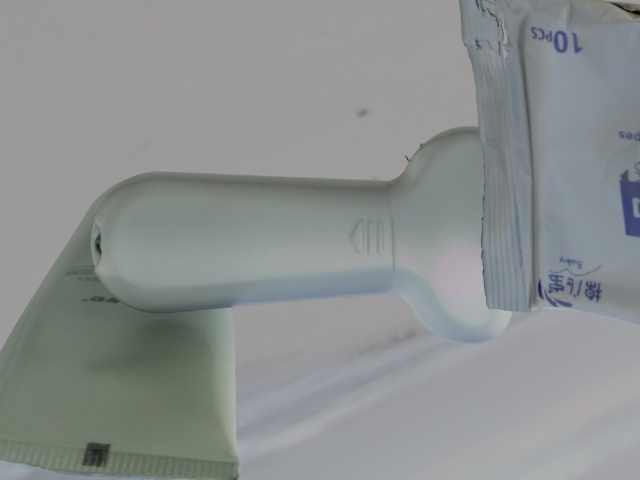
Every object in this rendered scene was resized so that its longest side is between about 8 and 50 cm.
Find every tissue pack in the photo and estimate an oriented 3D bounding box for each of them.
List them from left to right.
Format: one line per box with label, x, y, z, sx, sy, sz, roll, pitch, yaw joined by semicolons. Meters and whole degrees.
tissue pack;0.130;-0.018;0.538;0.193;0.123;0.026;10;-148;33

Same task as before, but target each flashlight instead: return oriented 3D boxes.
flashlight;0.000;0.000;0.775;0.200;0.093;0.047;-2;179;5

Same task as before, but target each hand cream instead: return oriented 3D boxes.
hand cream;-0.087;0.036;0.805;0.109;0.067;0.321;6;-165;-3
